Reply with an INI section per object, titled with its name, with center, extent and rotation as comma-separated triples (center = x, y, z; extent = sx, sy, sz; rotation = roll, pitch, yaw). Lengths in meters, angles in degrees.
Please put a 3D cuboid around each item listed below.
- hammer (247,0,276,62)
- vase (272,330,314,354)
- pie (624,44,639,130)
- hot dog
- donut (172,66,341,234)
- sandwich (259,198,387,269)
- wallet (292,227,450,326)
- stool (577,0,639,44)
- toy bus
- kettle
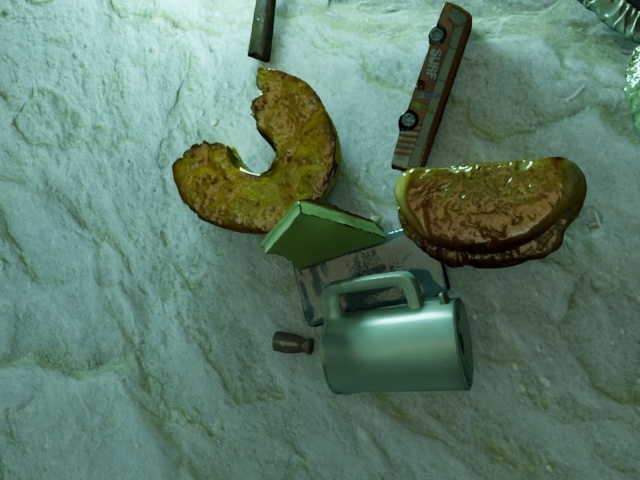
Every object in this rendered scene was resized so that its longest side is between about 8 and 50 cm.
[hammer]
center = -0.144, -0.687, 1.670
extent = 0.242, 0.095, 0.408
rotation = 9, 95, 20
[vase]
center = -0.069, 0.266, 1.585
extent = 0.101, 0.053, 0.053
rotation = 6, 89, 17
[pie]
center = 0.782, -0.350, 1.300
extent = 0.257, 0.105, 0.274
rotation = 17, 90, 35
[hot dog]
center = 0.363, -0.049, 1.344
extent = 0.405, 0.185, 0.223
rotation = -2, 85, 21
[donut]
center = -0.136, -0.191, 1.586
extent = 0.435, 0.163, 0.377
rotation = -38, 76, 12
[sandwich]
center = 0.000, 0.000, 1.502
extent = 0.212, 0.245, 0.063
rotation = -46, 38, 41
[wallet]
center = 0.117, 0.086, 1.532
extent = 0.379, 0.046, 0.190
rotation = -16, 82, 17
[stool]
center = 0.687, -0.609, 1.249
extent = 0.310, 0.226, 0.310
rotation = -42, 58, 13
[toy bus]
center = 0.265, -0.360, 1.485
extent = 0.092, 0.093, 0.408
rotation = 19, 94, 12
[kettle]
center = 0.168, 0.226, 1.403
extent = 0.318, 0.265, 0.205
rotation = -8, 40, 22
